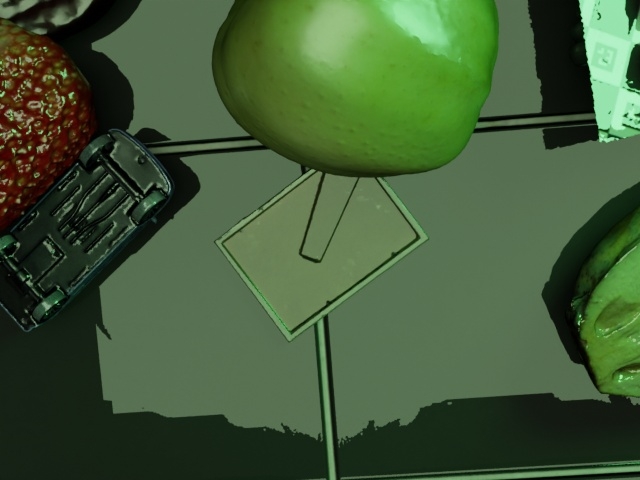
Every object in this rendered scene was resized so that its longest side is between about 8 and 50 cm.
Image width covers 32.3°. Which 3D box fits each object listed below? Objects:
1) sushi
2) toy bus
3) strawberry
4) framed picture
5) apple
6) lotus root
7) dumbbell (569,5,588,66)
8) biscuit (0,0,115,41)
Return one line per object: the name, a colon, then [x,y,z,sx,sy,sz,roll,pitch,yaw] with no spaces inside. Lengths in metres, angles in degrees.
sushi: [0.448,-0.288,1.318,0.292,0.059,0.294,-12,92,-12]
toy bus: [-0.324,-0.016,1.517,0.292,0.133,0.125,-44,86,8]
strawberry: [-0.468,-0.148,1.440,0.351,0.267,0.312,-23,113,4]
framed picture: [0.000,0.000,1.557,0.250,0.016,0.184,-38,91,5]
apple: [0.047,-0.248,1.379,0.357,0.357,0.357,0,95,3]
lotus root: [0.452,0.087,1.477,0.260,0.149,0.267,-35,109,9]
dumbbell: [0.366,-0.397,1.422,0.179,0.179,0.406,-18,93,5]
biscuit: [-0.428,-0.461,1.509,0.407,0.091,0.407,0,93,4]
